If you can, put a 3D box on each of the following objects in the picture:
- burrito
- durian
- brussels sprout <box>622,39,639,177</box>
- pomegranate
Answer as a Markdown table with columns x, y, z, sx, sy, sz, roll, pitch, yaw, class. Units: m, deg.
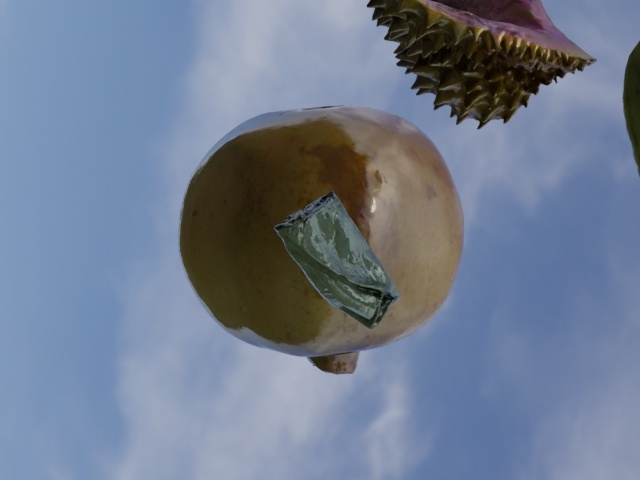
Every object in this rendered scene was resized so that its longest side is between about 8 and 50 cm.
| x | y | z | sx | sy | sz | roll | pitch | yaw | class |
| --- | --- | --- | --- | --- | --- | --- | --- | --- | --- |
| 0.016 | 0.020 | 0.950 | 0.044 | 0.074 | 0.118 | -21 | -71 | 39 | burrito |
| 0.102 | -0.228 | 1.115 | 0.154 | 0.186 | 0.260 | -44 | -146 | 25 | durian |
| 0.423 | -0.052 | 0.797 | 0.342 | 0.425 | 0.361 | 22 | -58 | 60 | brussels sprout |
| 0.000 | 0.000 | 1.702 | 0.417 | 0.417 | 0.416 | -21 | -115 | 53 | pomegranate |
